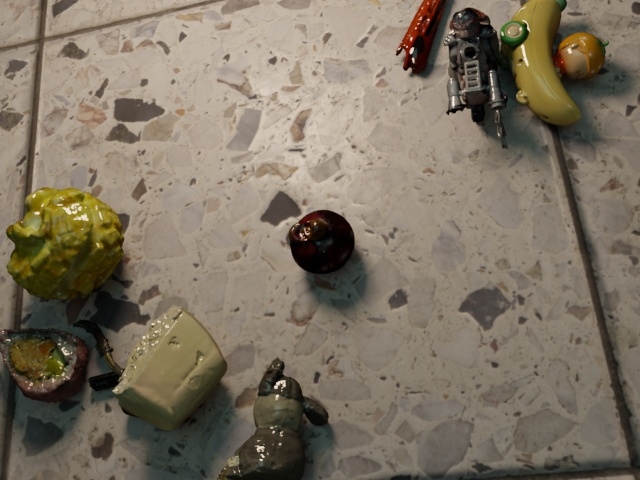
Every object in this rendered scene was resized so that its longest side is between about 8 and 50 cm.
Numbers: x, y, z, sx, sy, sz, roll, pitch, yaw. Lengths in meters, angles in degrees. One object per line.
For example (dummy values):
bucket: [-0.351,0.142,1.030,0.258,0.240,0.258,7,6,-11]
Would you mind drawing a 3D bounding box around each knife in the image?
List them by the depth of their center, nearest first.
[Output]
knife: [-0.510,0.248,1.592,0.045,0.021,0.222,-36,53,-25]

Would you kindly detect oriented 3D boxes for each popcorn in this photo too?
popcorn: [-0.601,0.012,1.590,0.247,0.282,0.282,32,80,16]

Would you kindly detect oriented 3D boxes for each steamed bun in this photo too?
steamed bun: [-0.335,0.282,1.448,0.200,0.170,0.225,51,58,-13]

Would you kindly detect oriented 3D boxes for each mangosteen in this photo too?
mangosteen: [0.000,0.000,1.507,0.152,0.152,0.153,-5,69,12]

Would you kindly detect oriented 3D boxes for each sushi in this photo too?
sushi: [-0.655,0.292,1.574,0.240,0.107,0.162,2,68,8]

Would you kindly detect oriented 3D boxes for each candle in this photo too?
candle: [0.270,-0.554,1.701,0.084,0.059,0.302,23,78,8]

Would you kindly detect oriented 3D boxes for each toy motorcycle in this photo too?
toy motorcycle: [0.348,-0.374,1.533,0.134,0.207,0.401,-5,69,15]

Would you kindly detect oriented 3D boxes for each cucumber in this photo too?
cucumber: [-0.452,0.311,1.560,0.163,0.043,0.039,-13,25,5]

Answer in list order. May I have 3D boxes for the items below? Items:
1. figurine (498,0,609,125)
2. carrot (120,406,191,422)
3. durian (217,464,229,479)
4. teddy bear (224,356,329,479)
figurine: [0.537,-0.413,1.553,0.222,0.124,0.325,-15,70,4]
carrot: [-0.365,0.375,1.508,0.161,0.055,0.055,10,72,9]
durian: [-0.161,0.522,1.386,0.110,0.071,0.140,9,46,-6]
teddy bear: [-0.078,0.389,1.396,0.171,0.144,0.251,26,54,-13]
